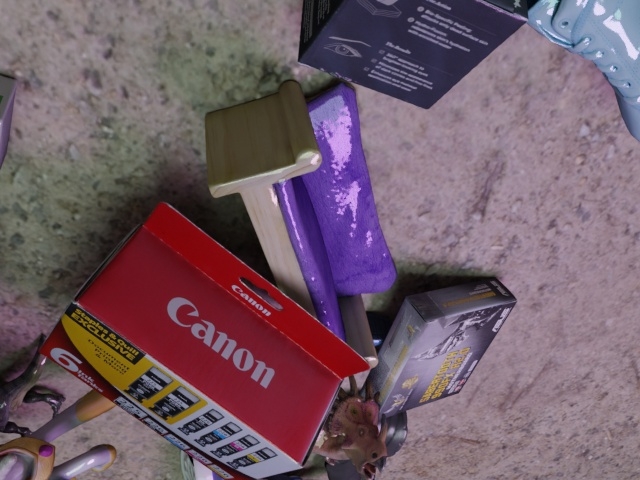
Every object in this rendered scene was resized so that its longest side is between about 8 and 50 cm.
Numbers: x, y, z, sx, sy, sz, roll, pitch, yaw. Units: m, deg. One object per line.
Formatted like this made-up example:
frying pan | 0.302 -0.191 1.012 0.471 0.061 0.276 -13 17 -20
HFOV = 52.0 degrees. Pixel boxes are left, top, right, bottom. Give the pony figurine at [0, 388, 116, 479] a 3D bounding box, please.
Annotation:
pony figurine | -0.432 0.311 0.792 0.351 0.302 0.363 -30 174 3

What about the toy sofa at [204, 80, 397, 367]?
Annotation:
toy sofa | 0.000 0.000 0.801 0.177 0.150 0.362 -15 132 3

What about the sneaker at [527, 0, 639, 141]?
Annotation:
sneaker | 0.282 -0.238 0.678 0.150 0.135 0.365 -20 123 16

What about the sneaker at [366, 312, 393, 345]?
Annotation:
sneaker | 0.045 0.150 1.009 0.144 0.053 0.059 -6 134 3

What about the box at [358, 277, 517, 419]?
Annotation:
box | 0.176 0.168 1.010 0.183 0.056 0.231 -8 135 -33

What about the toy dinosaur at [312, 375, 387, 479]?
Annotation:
toy dinosaur | -0.021 0.237 0.983 0.127 0.296 0.200 -25 153 -55

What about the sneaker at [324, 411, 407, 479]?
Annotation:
sneaker | 0.048 0.385 1.190 0.130 0.109 0.286 16 115 -15

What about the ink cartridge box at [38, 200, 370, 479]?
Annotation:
ink cartridge box | -0.143 0.138 0.775 0.309 0.130 0.272 38 142 -10

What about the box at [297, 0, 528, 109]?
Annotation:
box | 0.082 -0.222 0.625 0.156 0.093 0.158 14 154 -23

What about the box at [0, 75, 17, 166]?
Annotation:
box | -0.372 -0.116 0.663 0.101 0.087 0.102 13 126 -22

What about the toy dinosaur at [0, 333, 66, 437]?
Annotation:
toy dinosaur | -0.462 0.251 0.986 0.268 0.064 0.118 -36 122 15

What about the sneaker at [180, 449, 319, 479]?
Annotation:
sneaker | -0.116 0.456 1.215 0.237 0.130 0.322 -17 121 -21
